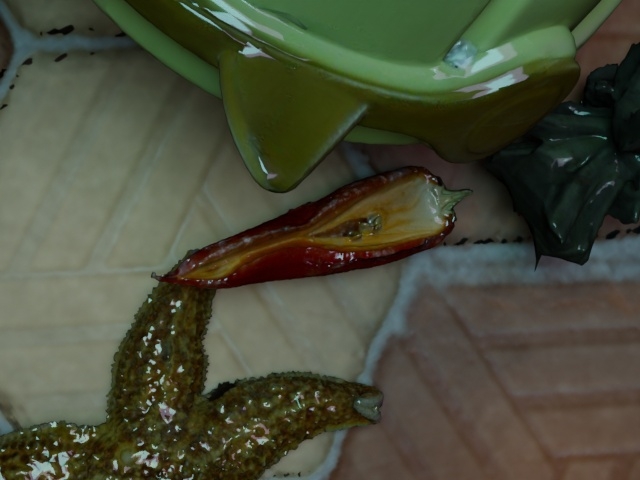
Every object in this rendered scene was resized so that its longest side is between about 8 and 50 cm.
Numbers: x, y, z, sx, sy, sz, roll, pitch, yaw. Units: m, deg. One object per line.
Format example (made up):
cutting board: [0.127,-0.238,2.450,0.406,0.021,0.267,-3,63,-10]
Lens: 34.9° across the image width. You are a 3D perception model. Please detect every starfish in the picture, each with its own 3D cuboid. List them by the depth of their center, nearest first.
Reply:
starfish: [-0.081,0.122,0.482,0.241,0.043,0.227,-8,85,-7]

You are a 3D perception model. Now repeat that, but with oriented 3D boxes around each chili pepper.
chili pepper: [0.000,0.000,0.495,0.178,0.027,0.045,-18,82,-29]

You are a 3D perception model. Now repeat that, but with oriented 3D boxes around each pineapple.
pineapple: [0.205,-0.068,0.510,0.248,0.128,0.128,-22,88,-6]

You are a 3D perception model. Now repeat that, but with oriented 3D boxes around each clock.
clock: [0.016,-0.174,0.418,0.286,0.117,0.348,38,50,-4]
